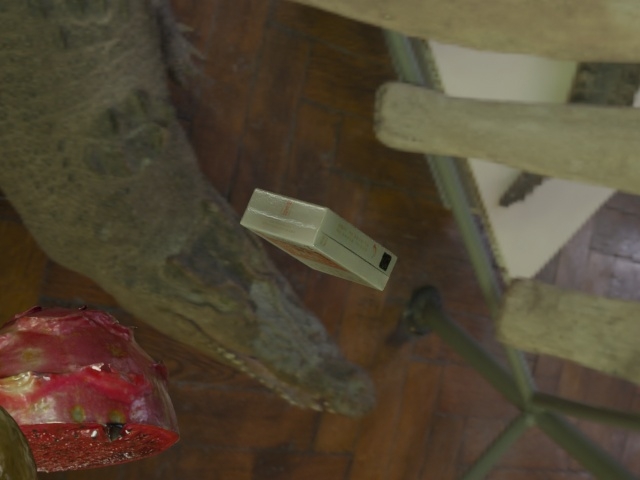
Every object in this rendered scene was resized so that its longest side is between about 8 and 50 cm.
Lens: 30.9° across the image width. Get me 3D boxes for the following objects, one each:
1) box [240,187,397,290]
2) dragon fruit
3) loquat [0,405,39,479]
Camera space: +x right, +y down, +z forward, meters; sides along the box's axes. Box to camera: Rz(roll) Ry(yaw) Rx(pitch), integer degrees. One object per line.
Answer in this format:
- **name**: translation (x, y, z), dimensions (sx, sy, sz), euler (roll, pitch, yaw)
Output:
- **box**: translation (0.000, 0.000, 1.632), dimensions (0.201, 0.141, 0.058), euler (35, 75, -53)
- **dragon fruit**: translation (-0.408, 0.229, 1.786), dimensions (0.386, 0.371, 0.249), euler (13, 61, -40)
- **loquat**: translation (-0.284, 0.177, 0.789), dimensions (0.213, 0.213, 0.246), euler (51, 30, -36)
